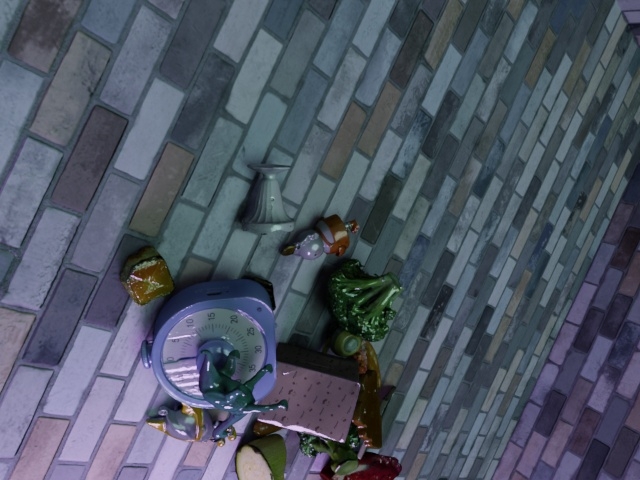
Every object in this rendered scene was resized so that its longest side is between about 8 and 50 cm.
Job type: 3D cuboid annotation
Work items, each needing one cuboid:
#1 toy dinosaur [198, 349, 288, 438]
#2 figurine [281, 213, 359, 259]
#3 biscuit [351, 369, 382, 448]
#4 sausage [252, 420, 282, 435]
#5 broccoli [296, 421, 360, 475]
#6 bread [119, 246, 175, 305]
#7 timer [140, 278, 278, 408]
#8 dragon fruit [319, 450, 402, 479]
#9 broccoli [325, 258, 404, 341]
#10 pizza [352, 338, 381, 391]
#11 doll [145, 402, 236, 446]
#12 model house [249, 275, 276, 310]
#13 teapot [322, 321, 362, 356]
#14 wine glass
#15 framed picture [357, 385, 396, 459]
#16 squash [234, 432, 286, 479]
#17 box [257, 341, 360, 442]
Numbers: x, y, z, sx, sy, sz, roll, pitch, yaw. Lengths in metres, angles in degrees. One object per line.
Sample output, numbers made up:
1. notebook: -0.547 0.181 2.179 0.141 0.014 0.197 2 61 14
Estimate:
1. toy dinosaur: -0.292 0.433 1.393 0.330 0.129 0.383 -31 131 23
2. figurine: -0.001 -0.009 1.700 0.271 0.143 0.143 -7 112 -10
3. biscuit: 0.168 0.620 1.833 0.278 0.043 0.302 -39 119 -65
4. sausage: -0.169 0.661 1.845 0.183 0.054 0.062 2 136 -41
5. broccoli: 0.063 0.718 1.897 0.297 0.297 0.298 -11 126 -16
6. bread: -0.473 0.099 1.390 0.127 0.069 0.140 -31 126 -25
7. timer: -0.311 0.306 1.459 0.394 0.173 0.395 -6 116 -12
8. dragon fruit: 0.175 0.978 2.078 0.330 0.302 0.240 -12 73 -15
9. broccoli: 0.159 0.199 1.803 0.275 0.308 0.308 -34 135 23
10. pizza: 0.172 0.526 2.007 0.229 0.081 0.290 -75 152 -46
11. doll: -0.394 0.580 1.612 0.316 0.145 0.103 45 44 -45
12. model house: -0.220 0.186 1.597 0.165 0.106 0.152 22 94 -45
13. teapot: 0.071 0.369 1.888 0.165 0.119 0.130 -41 119 -10
14. wine glass: -0.154 -0.124 1.510 0.164 0.165 0.197 -10 107 -36
15. framed picture: 0.237 0.733 2.102 0.247 0.022 0.335 -65 164 0
16. squash: -0.191 0.794 1.772 0.133 0.220 0.220 2 105 -44
17. box: -0.033 0.500 1.715 0.296 0.190 0.225 14 100 3
